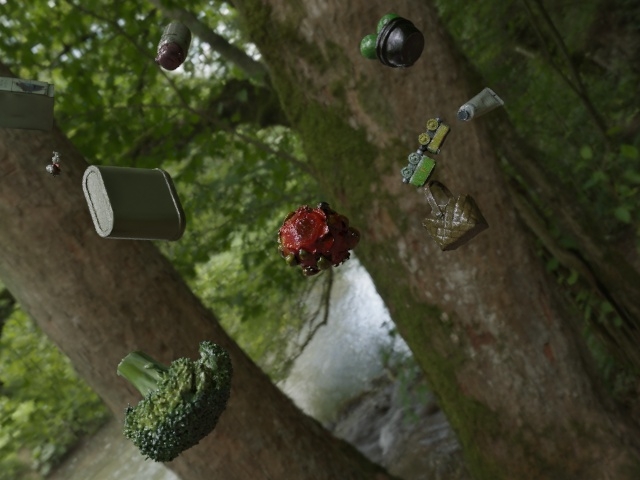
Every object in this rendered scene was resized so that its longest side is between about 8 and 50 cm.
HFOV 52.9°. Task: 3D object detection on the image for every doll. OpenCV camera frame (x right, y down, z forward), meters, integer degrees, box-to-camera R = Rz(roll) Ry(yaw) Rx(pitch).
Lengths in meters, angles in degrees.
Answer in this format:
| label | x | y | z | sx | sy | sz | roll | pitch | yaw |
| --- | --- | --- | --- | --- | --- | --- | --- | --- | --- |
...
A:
| label | x | y | z | sx | sy | sz | roll | pitch | yaw |
| --- | --- | --- | --- | --- | --- | --- | --- | --- | --- |
| doll | -0.957 | -0.275 | 2.324 | 0.085 | 0.058 | 0.040 | -56 | -20 | 5 |

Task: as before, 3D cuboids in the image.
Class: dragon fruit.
| label | x | y | z | sx | sy | sz | roll | pitch | yaw |
| --- | --- | --- | --- | --- | --- | --- | --- | --- | --- |
| dragon fruit | 0.004 | -0.003 | 2.090 | 0.307 | 0.227 | 0.243 | -5 | -7 | -15 |

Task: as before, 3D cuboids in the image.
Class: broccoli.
| label | x | y | z | sx | sy | sz | roll | pitch | yaw |
| --- | --- | --- | --- | --- | --- | --- | --- | --- | --- |
| broccoli | -0.369 | 0.389 | 1.703 | 0.249 | 0.302 | 0.375 | -26 | 15 | 44 |

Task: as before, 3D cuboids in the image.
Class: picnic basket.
| label | x | y | z | sx | sy | sz | roll | pitch | yaw |
| --- | --- | --- | --- | --- | --- | --- | --- | --- | --- |
| picnic basket | 0.319 | -0.073 | 1.616 | 0.138 | 0.178 | 0.128 | -39 | -18 | 29 |

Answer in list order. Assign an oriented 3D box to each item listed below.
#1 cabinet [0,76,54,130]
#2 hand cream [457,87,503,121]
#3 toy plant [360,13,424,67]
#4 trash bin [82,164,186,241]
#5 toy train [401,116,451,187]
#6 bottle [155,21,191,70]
| label | x | y | z | sx | sy | sz | roll | pitch | yaw |
| --- | --- | --- | --- | --- | --- | --- | --- | --- | --- |
| cabinet | -1.078 | -0.497 | 2.331 | 0.206 | 0.150 | 0.145 | 1 | 30 | -24 |
| hand cream | 0.499 | -0.425 | 2.015 | 0.234 | 0.080 | 0.050 | -33 | -13 | -42 |
| toy plant | 0.264 | -0.735 | 2.353 | 0.218 | 0.175 | 0.235 | -42 | 48 | -16 |
| trash bin | -0.545 | -0.111 | 1.887 | 0.121 | 0.243 | 0.247 | -37 | -24 | 33 |
| toy train | 0.292 | -0.238 | 1.764 | 0.202 | 0.081 | 0.060 | -62 | -12 | 10 |
| bottle | -0.539 | -0.705 | 2.358 | 0.110 | 0.110 | 0.233 | -30 | 36 | 24 |
